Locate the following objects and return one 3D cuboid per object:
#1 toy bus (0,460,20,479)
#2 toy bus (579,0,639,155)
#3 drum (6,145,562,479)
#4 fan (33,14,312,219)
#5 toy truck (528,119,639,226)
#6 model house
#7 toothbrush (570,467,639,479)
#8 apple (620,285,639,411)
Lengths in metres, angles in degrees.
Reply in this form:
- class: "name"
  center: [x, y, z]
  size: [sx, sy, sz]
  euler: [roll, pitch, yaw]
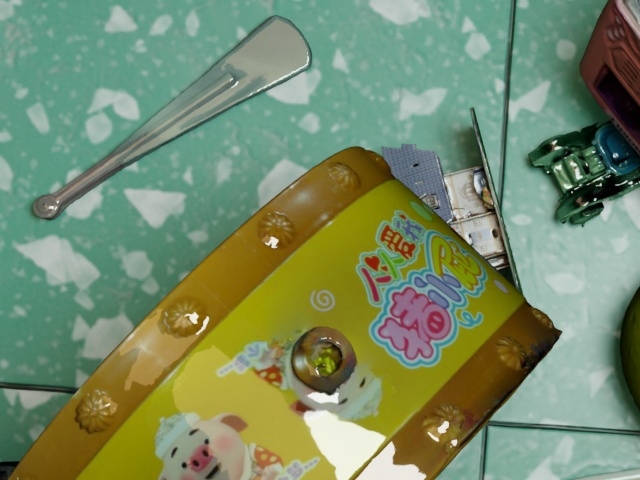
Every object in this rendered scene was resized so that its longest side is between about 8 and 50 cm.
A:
- class: "toy bus"
  center: [-0.366, 0.389, 1.366]
  size: [0.249, 0.209, 0.440]
  euler: [5, 84, 6]
- class: "toy bus"
  center: [0.420, -0.214, 1.327]
  size: [0.427, 0.233, 0.203]
  euler: [-38, 83, -12]
- class: "drum"
  center: [-0.032, 0.145, 1.263]
  size: [0.214, 0.431, 0.431]
  euler: [43, 89, 7]
- class: "fan"
  center: [-0.129, -0.098, 1.494]
  size: [0.282, 0.023, 0.057]
  euler: [-36, 92, 0]
- class: "toy truck"
  center: [0.260, -0.077, 1.436]
  size: [0.154, 0.078, 0.080]
  euler: [-25, 82, 1]
- class: "model house"
  center: [0.108, -0.018, 1.425]
  size: [0.088, 0.117, 0.167]
  euler: [-15, 87, 6]
- class: "toothbrush"
  center: [0.390, 0.176, 1.428]
  size: [0.386, 0.040, 0.040]
  euler: [-12, 84, 6]
- class: "apple"
  center: [0.338, 0.090, 1.369]
  size: [0.196, 0.157, 0.196]
  euler: [-4, 70, 11]
